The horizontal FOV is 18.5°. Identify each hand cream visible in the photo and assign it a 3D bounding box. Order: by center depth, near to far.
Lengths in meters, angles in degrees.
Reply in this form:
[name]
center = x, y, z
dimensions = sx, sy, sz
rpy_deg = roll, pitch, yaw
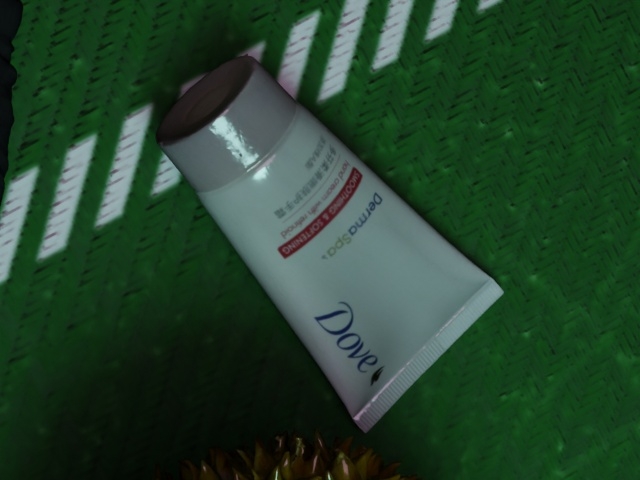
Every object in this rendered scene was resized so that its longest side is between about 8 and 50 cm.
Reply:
[hand cream]
center = 0.000, 0.000, 1.258
dimensions = 0.133, 0.083, 0.248
rpy_deg = -46, 113, -6

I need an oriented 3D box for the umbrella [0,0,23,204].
[umbrella]
center = -0.243, 0.017, 1.191
dimensions = 0.113, 0.106, 0.358
rpy_deg = 13, 83, -25

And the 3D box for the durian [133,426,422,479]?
[durian]
center = -0.029, 0.289, 1.154
dimensions = 0.347, 0.347, 0.384
rpy_deg = 1, 125, -15
